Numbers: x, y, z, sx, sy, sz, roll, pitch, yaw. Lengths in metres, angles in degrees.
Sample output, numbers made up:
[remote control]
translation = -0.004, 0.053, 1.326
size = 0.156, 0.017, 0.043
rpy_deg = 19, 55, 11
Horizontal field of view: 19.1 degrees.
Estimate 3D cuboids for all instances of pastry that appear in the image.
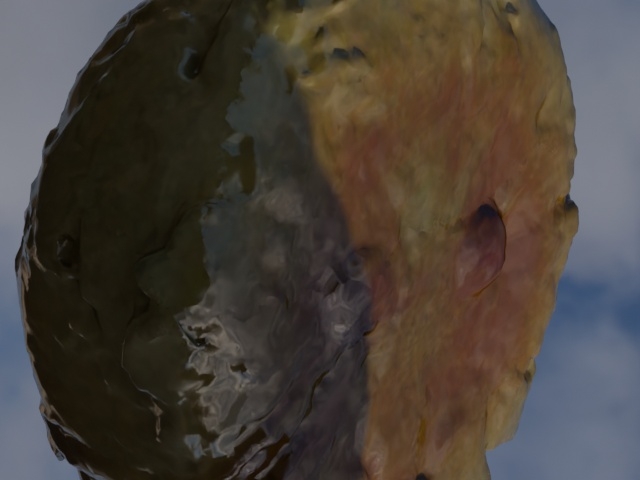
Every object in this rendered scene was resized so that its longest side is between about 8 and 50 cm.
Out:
[pastry]
translation = 0.000, 0.000, 0.869
size = 0.136, 0.329, 0.330
rpy_deg = 18, -75, 36
